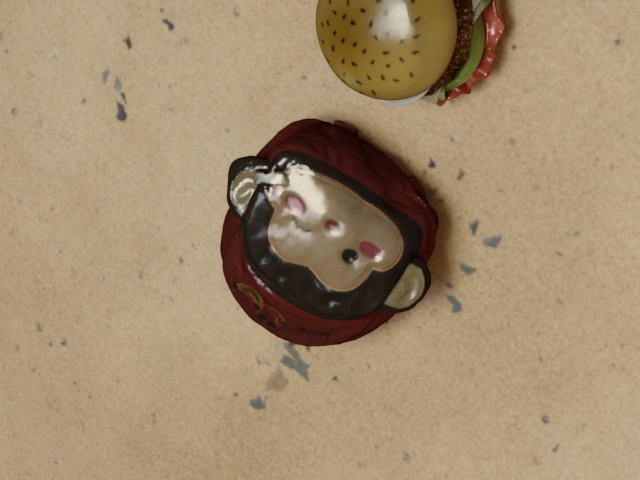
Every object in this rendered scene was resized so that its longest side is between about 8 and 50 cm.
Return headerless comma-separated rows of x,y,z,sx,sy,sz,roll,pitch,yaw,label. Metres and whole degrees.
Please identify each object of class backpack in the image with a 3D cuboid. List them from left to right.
-0.001,0.001,1.749,0.229,0.139,0.229,7,115,15,backpack

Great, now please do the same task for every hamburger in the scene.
0.075,-0.200,1.634,0.175,0.137,0.175,12,113,30,hamburger
